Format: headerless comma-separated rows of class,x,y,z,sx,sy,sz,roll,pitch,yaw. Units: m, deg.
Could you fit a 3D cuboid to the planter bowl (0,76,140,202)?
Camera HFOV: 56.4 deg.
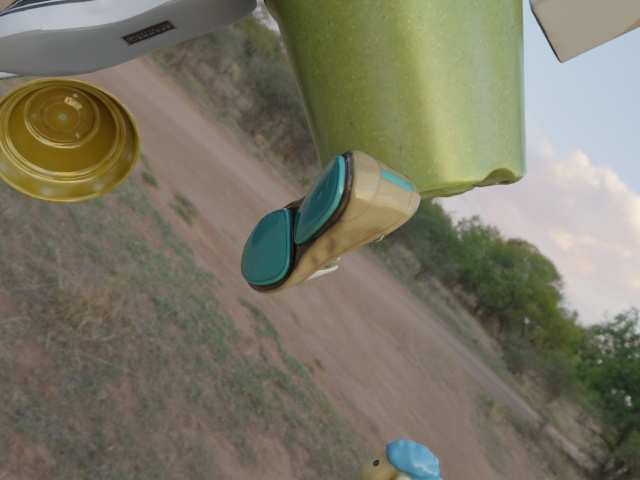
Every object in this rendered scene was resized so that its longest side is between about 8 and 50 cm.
planter bowl,-0.394,-0.170,0.916,0.217,0.217,0.090,41,16,-46

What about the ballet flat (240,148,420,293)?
ballet flat,0.000,0.000,0.499,0.073,0.080,0.232,12,-21,-23

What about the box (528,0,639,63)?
box,0.443,-0.391,0.804,0.121,0.311,0.148,39,43,-39

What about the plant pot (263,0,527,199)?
plant pot,0.079,-0.163,0.555,0.276,0.275,0.254,-14,95,-84

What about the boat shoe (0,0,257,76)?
boat shoe,-0.223,-0.260,0.627,0.113,0.306,0.105,22,54,-77

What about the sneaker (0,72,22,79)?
sneaker,-0.464,-0.365,0.990,0.102,0.282,0.161,-134,-154,-67

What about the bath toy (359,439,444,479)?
bath toy,0.070,0.370,0.568,0.151,0.129,0.348,17,35,2
